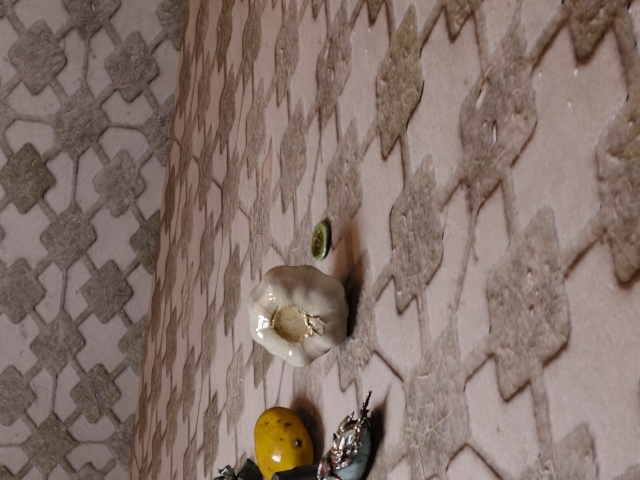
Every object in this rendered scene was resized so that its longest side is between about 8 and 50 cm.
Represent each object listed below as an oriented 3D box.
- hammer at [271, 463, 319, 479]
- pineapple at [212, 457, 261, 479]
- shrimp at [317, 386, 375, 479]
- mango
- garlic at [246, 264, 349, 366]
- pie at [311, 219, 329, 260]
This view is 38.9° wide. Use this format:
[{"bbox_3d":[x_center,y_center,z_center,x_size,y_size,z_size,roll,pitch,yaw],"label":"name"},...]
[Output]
[{"bbox_3d":[0.009,0.572,1.613,0.043,0.111,0.365,114,145,-46],"label":"hammer"},{"bbox_3d":[-0.219,0.607,2.169,0.248,0.128,0.128,124,145,-44],"label":"pineapple"},{"bbox_3d":[0.055,0.340,1.549,0.090,0.079,0.232,-44,-25,-61],"label":"shrimp"},{"bbox_3d":[-0.083,0.416,1.843,0.227,0.109,0.147,-164,77,-70],"label":"mango"},{"bbox_3d":[-0.030,0.116,1.730,0.226,0.199,0.199,-59,-18,-69],"label":"garlic"},{"bbox_3d":[0.000,0.000,1.834,0.085,0.017,0.085,-176,90,-69],"label":"pie"}]
